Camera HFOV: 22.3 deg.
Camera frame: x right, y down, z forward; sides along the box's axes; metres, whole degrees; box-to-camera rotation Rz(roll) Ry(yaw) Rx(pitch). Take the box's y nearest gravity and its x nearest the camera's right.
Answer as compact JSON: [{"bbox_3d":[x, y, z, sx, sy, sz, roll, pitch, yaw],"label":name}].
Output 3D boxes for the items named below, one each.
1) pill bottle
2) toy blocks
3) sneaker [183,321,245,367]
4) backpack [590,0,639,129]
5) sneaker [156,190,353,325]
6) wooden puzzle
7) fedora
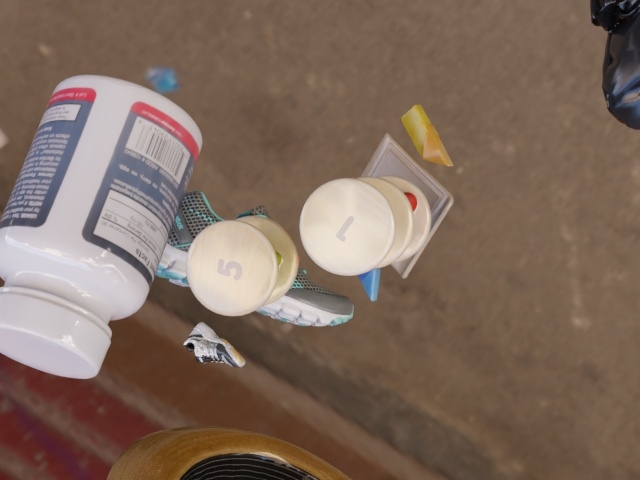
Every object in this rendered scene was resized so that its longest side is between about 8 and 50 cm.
[{"bbox_3d":[-0.154,-0.007,1.067,0.108,0.180,0.108,16,158,7],"label":"pill bottle"},{"bbox_3d":[0.000,0.000,0.943,0.123,0.148,0.054,-19,88,15],"label":"toy blocks"},{"bbox_3d":[-0.113,0.120,1.721,0.083,0.037,0.032,31,163,46],"label":"sneaker"},{"bbox_3d":[0.377,-0.209,1.011,0.273,0.290,0.355,28,142,-17],"label":"backpack"},{"bbox_3d":[-0.045,0.013,1.206,0.167,0.076,0.065,22,172,-20],"label":"sneaker"},{"bbox_3d":[0.050,-0.023,1.043,0.116,0.014,0.078,-53,59,33],"label":"wooden puzzle"},{"bbox_3d":[-0.035,0.175,0.819,0.194,0.194,0.079,34,115,13],"label":"fedora"}]
